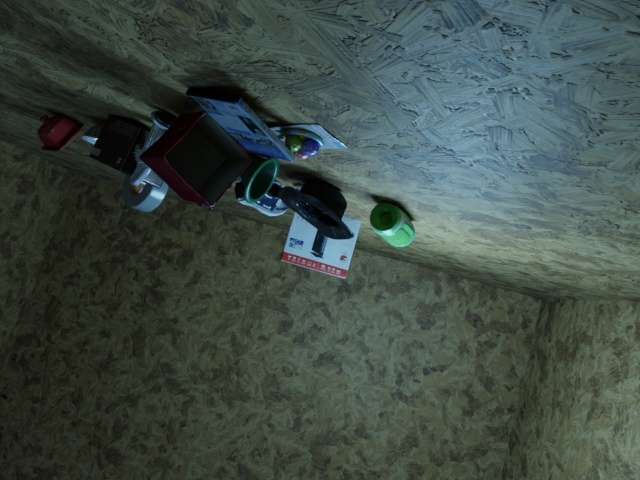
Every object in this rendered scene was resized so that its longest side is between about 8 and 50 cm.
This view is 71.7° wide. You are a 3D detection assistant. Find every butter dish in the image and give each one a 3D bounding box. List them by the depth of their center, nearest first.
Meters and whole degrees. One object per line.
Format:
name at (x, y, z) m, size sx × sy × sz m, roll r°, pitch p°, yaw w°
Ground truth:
butter dish at (-1.047, -0.441, 1.743) m, size 0.160 × 0.160 × 0.118 m, roll 12°, pitch 150°, yaw 34°

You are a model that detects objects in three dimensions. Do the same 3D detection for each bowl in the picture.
bowl at (-0.804, -0.397, 1.683) m, size 0.170 × 0.080 × 0.170 m, roll 15°, pitch 174°, yaw 2°

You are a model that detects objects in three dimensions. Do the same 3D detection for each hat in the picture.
hat at (-0.258, -0.254, 1.475) m, size 0.184 × 0.208 × 0.173 m, roll 34°, pitch -137°, yaw 13°
hat at (0.009, -0.139, 1.676) m, size 0.331 × 0.133 × 0.331 m, roll 29°, pitch 164°, yaw 9°

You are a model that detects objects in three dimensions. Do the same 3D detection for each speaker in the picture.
speaker at (0.289, -0.056, 1.747) m, size 0.131 × 0.131 × 0.296 m, roll 13°, pitch 174°, yaw 25°

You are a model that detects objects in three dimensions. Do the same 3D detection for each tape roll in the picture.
tape roll at (-0.742, -0.235, 1.877) m, size 0.219 × 0.219 × 0.072 m, roll 12°, pitch 172°, yaw 35°

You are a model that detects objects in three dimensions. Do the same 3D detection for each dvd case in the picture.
dvd case at (-0.193, -0.285, 1.103) m, size 0.180 × 0.022 × 0.253 m, roll 21°, pitch 169°, yaw 34°

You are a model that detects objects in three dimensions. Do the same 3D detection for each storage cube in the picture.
storage cube at (-0.353, -0.228, 1.250) m, size 0.193 × 0.183 × 0.215 m, roll 14°, pitch 152°, yaw 49°

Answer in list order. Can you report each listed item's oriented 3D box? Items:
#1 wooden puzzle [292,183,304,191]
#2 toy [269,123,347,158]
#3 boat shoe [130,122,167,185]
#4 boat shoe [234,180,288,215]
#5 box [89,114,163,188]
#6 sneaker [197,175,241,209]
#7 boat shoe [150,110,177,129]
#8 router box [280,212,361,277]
wooden puzzle at (-0.067, -0.212, 1.789) m, size 0.079 × 0.014 × 0.116 m, roll 27°, pitch 169°, yaw -40°
toy at (-0.065, -0.252, 1.175) m, size 0.237 × 0.056 × 0.137 m, roll 11°, pitch 173°, yaw 38°
boat shoe at (-0.579, -0.292, 1.465) m, size 0.076 × 0.226 × 0.083 m, roll 32°, pitch -176°, yaw -31°
boat shoe at (-0.202, -0.184, 1.912) m, size 0.158 × 0.127 × 0.341 m, roll -5°, pitch 173°, yaw 31°
box at (-0.658, -0.311, 1.576) m, size 0.169 × 0.167 × 0.203 m, roll 23°, pitch 177°, yaw 23°
sneaker at (-0.414, -0.207, 1.805) m, size 0.282 × 0.162 × 0.106 m, roll 0°, pitch -173°, yaw 22°
boat shoe at (-0.441, -0.352, 1.330) m, size 0.040 × 0.049 × 0.142 m, roll -10°, pitch 163°, yaw 29°
router box at (0.000, 0.000, 2.198) m, size 0.336 × 0.301 × 0.082 m, roll 16°, pitch 174°, yaw -4°
